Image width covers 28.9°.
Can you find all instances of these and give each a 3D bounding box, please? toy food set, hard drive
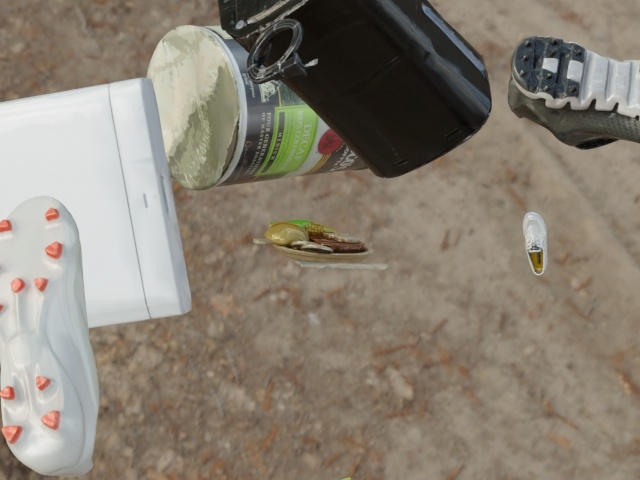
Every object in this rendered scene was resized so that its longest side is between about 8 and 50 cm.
[{"bbox_3d":[0.000,0.000,1.505,0.132,0.038,0.192,2,9,-21],"label":"toy food set"},{"bbox_3d":[-0.320,-0.018,1.236,0.353,0.233,0.047,-8,5,11],"label":"hard drive"}]

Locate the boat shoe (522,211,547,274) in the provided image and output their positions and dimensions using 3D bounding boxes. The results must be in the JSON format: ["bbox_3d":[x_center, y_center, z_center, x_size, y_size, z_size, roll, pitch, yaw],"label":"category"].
[{"bbox_3d":[0.330,0.006,1.906,0.035,0.100,0.035,-4,21,14],"label":"boat shoe"}]

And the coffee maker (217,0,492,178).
[{"bbox_3d":[0.021,-0.121,0.822,0.178,0.120,0.171,40,56,-38],"label":"coffee maker"}]

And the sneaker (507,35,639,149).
[{"bbox_3d":[0.284,-0.126,1.184,0.234,0.106,0.078,15,70,-2],"label":"sneaker"}]

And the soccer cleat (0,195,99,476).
[{"bbox_3d":[-0.183,0.064,0.826,0.068,0.076,0.196,-14,61,8],"label":"soccer cleat"}]

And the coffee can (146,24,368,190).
[{"bbox_3d":[-0.055,-0.177,1.581,0.275,0.201,0.201,-10,50,-39],"label":"coffee can"}]

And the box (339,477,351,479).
[{"bbox_3d":[0.046,0.421,1.656,0.178,0.109,0.042,53,17,18],"label":"box"}]
